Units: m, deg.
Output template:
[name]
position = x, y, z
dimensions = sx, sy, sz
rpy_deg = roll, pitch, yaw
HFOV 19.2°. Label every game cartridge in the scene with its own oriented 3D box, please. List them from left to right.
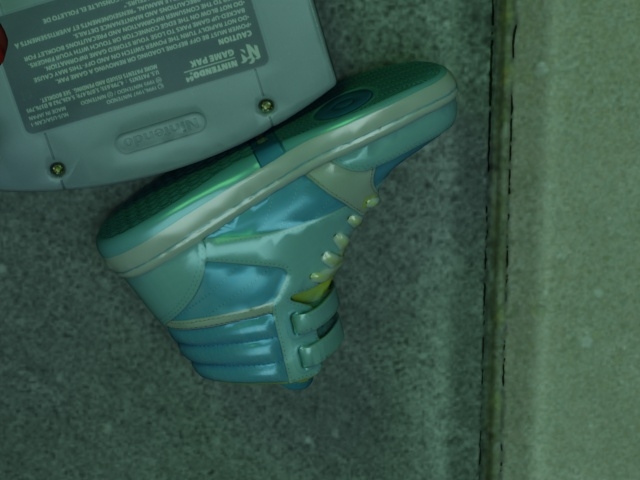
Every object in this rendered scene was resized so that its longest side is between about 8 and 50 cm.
[game cartridge]
position = -0.148, -0.151, 1.501
dimensions = 0.297, 0.062, 0.198
rpy_deg = -16, 113, 0

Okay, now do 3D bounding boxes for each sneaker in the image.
[sneaker]
position = 0.000, 0.000, 1.555
dimensions = 0.319, 0.127, 0.208
rpy_deg = -27, 108, 8

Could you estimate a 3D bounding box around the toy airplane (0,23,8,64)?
[toy airplane]
position = -0.403, -0.133, 1.358
dimensions = 0.384, 0.272, 0.386
rpy_deg = 25, 143, 2
